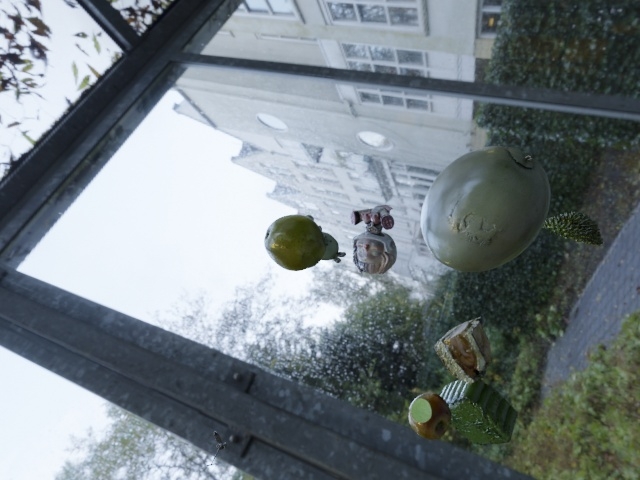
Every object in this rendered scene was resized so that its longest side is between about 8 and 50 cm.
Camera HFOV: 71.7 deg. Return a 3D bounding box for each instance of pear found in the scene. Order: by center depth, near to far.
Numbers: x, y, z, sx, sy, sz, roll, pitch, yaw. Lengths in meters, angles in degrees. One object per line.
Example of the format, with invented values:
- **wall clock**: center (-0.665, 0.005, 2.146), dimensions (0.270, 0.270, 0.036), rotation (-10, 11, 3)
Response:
- **pear**: center (-0.078, 0.003, 1.399), dimensions (0.198, 0.198, 0.198), rotation (14, -90, -69)

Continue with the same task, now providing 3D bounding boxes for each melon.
- **melon**: center (0.388, -0.075, 1.056), dimensions (0.330, 0.269, 0.268), rotation (-56, -5, 39)

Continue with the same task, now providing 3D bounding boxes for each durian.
- **durian**: center (0.834, -0.047, 1.453), dimensions (0.137, 0.221, 0.095), rotation (-114, 33, -76)

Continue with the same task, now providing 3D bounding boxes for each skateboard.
- **skateboard**: center (-0.307, 0.604, 1.281), dimensions (0.083, 0.032, 0.063), rotation (-69, -37, -67)

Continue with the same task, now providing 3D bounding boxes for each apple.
- **apple**: center (0.291, 0.465, 1.170), dimensions (0.114, 0.102, 0.099), rotation (-46, -53, 2)

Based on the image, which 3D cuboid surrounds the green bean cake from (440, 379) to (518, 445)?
- **green bean cake**: center (0.494, 0.542, 1.412), dimensions (0.113, 0.200, 0.214), rotation (-44, -3, -33)

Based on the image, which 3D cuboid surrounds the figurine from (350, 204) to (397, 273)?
- **figurine**: center (0.297, 0.004, 2.319), dimensions (0.211, 0.253, 0.360), rotation (-10, -73, -37)

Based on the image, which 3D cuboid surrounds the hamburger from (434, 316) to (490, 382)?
- **hamburger**: center (0.452, 0.331, 1.373), dimensions (0.155, 0.136, 0.208), rotation (65, -153, -1)

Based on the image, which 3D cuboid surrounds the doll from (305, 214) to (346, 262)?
- **doll**: center (-0.007, 0.004, 2.045), dimensions (0.155, 0.275, 0.113), rotation (-43, -4, -36)
